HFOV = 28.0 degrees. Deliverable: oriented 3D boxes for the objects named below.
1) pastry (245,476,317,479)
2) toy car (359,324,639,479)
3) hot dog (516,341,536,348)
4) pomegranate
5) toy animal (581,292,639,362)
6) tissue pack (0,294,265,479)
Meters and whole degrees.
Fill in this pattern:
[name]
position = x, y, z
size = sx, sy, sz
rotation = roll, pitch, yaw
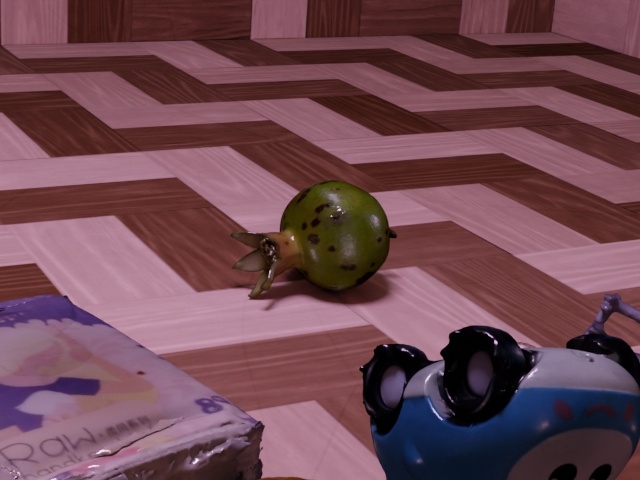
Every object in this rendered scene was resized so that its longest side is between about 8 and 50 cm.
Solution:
[pastry]
position = -0.027, 0.257, 0.995
size = 0.182, 0.093, 0.192
rotation = 21, 24, 34
[toy car]
position = 0.156, 0.176, 1.111
size = 0.188, 0.190, 0.255
rotation = 8, -16, -34
[hot dog]
position = 0.233, 0.153, 1.414
size = 0.099, 0.053, 0.192
rotation = -4, 18, -13
[pomegranate]
position = -0.006, 0.012, 1.683
size = 0.220, 0.156, 0.156
rotation = -37, 33, -14
[toy animal]
position = 0.389, 0.133, 1.443
size = 0.205, 0.081, 0.367
rotation = 28, 23, 1
[tissue pack]
position = -0.239, 0.170, 1.156
size = 0.242, 0.125, 0.343
rotation = -12, 27, -40
